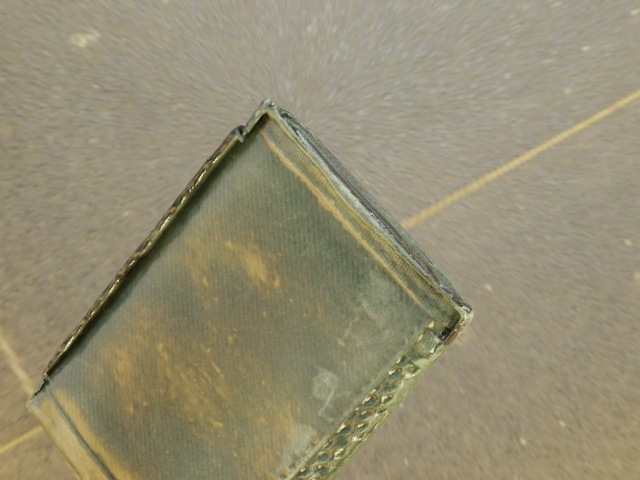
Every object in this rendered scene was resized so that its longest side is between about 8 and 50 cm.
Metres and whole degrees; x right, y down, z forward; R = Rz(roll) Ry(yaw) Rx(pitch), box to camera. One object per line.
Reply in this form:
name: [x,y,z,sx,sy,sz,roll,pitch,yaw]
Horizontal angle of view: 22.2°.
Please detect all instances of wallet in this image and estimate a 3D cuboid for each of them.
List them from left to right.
wallet: [-0.061,0.089,1.254,0.237,0.075,0.342,45,113,14]
